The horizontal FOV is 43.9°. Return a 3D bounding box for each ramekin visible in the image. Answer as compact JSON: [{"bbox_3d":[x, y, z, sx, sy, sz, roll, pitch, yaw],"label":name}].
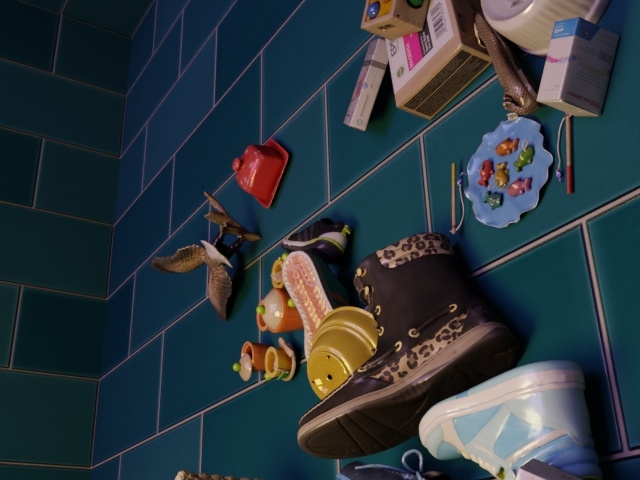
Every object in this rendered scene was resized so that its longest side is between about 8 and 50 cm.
[{"bbox_3d":[0.347,-0.404,1.248,0.207,0.109,0.207,-31,52,51],"label":"ramekin"}]

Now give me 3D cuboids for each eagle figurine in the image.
[{"bbox_3d":[-0.292,0.062,2.105,0.298,0.225,0.226,-50,48,22],"label":"eagle figurine"}]

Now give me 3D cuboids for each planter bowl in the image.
[{"bbox_3d":[0.041,0.235,1.438,0.217,0.090,0.217,13,110,40],"label":"planter bowl"}]

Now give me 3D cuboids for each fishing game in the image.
[{"bbox_3d":[0.296,-0.116,1.286,0.264,0.041,0.189,-18,62,54],"label":"fishing game"}]

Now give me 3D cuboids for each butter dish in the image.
[{"bbox_3d":[-0.171,-0.185,2.054,0.160,0.118,0.159,47,119,56],"label":"butter dish"}]

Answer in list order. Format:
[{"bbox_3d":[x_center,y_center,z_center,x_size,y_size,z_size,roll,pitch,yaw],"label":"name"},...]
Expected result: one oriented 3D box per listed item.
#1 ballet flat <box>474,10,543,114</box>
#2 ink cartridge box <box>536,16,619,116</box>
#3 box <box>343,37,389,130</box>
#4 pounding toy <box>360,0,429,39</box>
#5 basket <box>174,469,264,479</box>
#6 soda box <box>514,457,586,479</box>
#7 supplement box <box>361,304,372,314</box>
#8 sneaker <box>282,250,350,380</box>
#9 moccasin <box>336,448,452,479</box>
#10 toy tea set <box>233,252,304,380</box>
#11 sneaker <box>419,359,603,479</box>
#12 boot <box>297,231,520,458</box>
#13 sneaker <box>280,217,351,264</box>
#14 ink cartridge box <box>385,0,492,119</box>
[{"bbox_3d":[0.298,-0.292,1.311,0.058,0.084,0.249,-40,46,27],"label":"ballet flat"},{"bbox_3d":[0.374,-0.249,1.155,0.052,0.089,0.122,11,88,61],"label":"ink cartridge box"},{"bbox_3d":[0.100,-0.327,1.672,0.145,0.038,0.186,-106,33,-78],"label":"box"},{"bbox_3d":[0.140,-0.458,1.461,0.141,0.100,0.130,6,84,62],"label":"pounding toy"},{"bbox_3d":[-0.127,0.623,1.428,0.331,0.329,0.266,38,109,59],"label":"basket"},{"bbox_3d":[0.327,0.327,0.906,0.216,0.074,0.069,19,95,27],"label":"soda box"},{"bbox_3d":[0.113,0.157,1.475,0.083,0.056,0.083,-52,37,38],"label":"supplement box"},{"bbox_3d":[0.024,0.161,1.602,0.108,0.121,0.302,-27,72,29],"label":"sneaker"},{"bbox_3d":[0.172,0.412,1.210,0.342,0.137,0.117,15,51,46],"label":"moccasin"},{"bbox_3d":[-0.124,0.198,1.766,0.200,0.124,0.335,57,135,49],"label":"toy tea set"},{"bbox_3d":[0.254,0.310,1.100,0.319,0.127,0.208,-48,45,52],"label":"sneaker"},{"bbox_3d":[0.110,0.167,1.307,0.377,0.138,0.284,-35,40,15],"label":"boot"},{"bbox_3d":[0.000,0.000,1.746,0.235,0.084,0.097,1,55,59],"label":"sneaker"},{"bbox_3d":[0.215,-0.380,1.491,0.193,0.088,0.234,-41,45,44],"label":"ink cartridge box"}]
